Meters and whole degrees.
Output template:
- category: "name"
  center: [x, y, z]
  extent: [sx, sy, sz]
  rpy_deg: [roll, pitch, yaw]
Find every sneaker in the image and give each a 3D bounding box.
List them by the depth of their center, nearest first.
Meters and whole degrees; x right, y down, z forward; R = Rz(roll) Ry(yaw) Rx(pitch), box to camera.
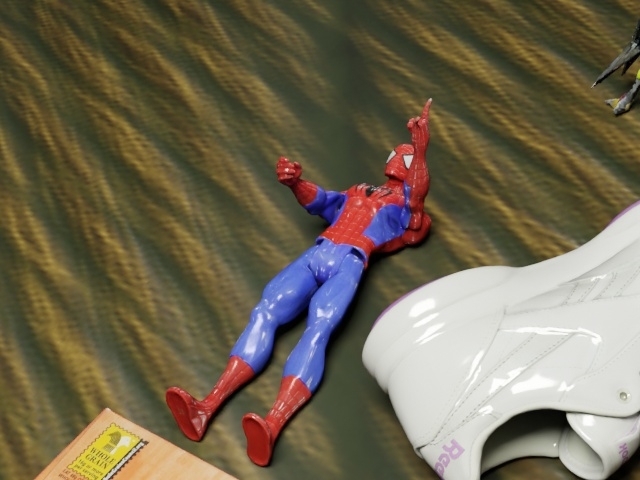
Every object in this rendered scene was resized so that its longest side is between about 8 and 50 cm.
- category: "sneaker"
  center: [0.187, 0.065, 0.788]
  extent: [0.305, 0.114, 0.152]
  rpy_deg: [-22, 57, -5]

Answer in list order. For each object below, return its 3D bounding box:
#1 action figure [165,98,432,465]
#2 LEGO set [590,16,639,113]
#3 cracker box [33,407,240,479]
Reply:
- category: "action figure"
  center: [0.000, 0.000, 0.862]
  extent: [0.091, 0.139, 0.280]
  rpy_deg: [16, 47, 25]
- category: "LEGO set"
  center: [0.346, -0.229, 0.937]
  extent: [0.192, 0.255, 0.331]
  rpy_deg: [41, 72, 10]
- category: "cracker box"
  center: [-0.034, 0.197, 0.579]
  extent: [0.156, 0.232, 0.067]
  rpy_deg: [22, 51, 31]
